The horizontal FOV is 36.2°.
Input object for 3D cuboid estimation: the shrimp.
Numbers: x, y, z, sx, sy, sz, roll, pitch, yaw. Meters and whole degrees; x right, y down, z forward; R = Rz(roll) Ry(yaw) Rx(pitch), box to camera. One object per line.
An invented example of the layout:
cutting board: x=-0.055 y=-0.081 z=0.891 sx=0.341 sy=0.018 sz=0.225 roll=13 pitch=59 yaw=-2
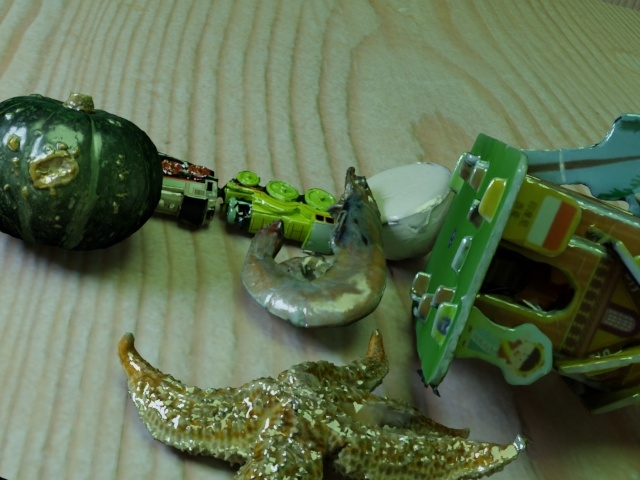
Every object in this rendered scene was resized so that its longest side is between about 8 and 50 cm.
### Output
shrimp: x=0.000 y=-0.002 z=1.004 sx=0.144 sy=0.052 sz=0.251 roll=6 pitch=35 yaw=4

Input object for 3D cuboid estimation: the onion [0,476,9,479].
onion: x=-0.219 y=0.212 z=0.467 sx=0.246 sy=0.190 sz=0.246 roll=26 pitch=38 yaw=-22

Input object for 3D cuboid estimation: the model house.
model house: x=0.285 y=-0.004 z=0.894 sx=0.324 sy=0.340 sz=0.300 roll=21 pitch=9 yaw=-2

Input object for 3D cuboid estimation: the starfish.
starfish: x=0.023 y=0.159 z=0.787 sx=0.293 sy=0.084 sz=0.301 roll=-4 pitch=33 yaw=-32

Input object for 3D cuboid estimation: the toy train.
toy train: x=-0.102 y=-0.044 z=1.077 sx=0.250 sy=0.053 sz=0.085 roll=12 pitch=35 yaw=-11

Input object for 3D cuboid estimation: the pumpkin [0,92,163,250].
pumpkin: x=-0.246 y=-0.068 z=0.941 sx=0.190 sy=0.146 sz=0.190 roll=-1 pitch=21 yaw=0

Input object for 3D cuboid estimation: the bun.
bun: x=0.099 y=-0.021 z=1.118 sx=0.138 sy=0.094 sz=0.138 roll=-16 pitch=31 yaw=10
